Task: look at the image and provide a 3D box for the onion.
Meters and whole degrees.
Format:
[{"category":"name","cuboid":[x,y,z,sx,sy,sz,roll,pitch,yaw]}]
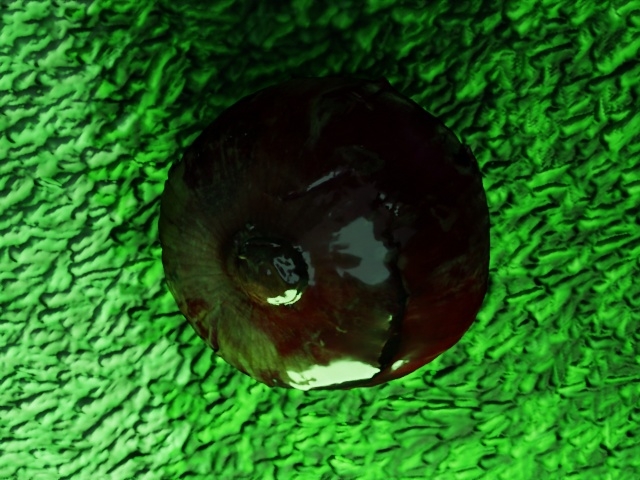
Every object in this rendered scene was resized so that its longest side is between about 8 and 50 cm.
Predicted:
[{"category":"onion","cuboid":[0.000,0.000,1.020,0.246,0.190,0.246,8,111,20]}]
